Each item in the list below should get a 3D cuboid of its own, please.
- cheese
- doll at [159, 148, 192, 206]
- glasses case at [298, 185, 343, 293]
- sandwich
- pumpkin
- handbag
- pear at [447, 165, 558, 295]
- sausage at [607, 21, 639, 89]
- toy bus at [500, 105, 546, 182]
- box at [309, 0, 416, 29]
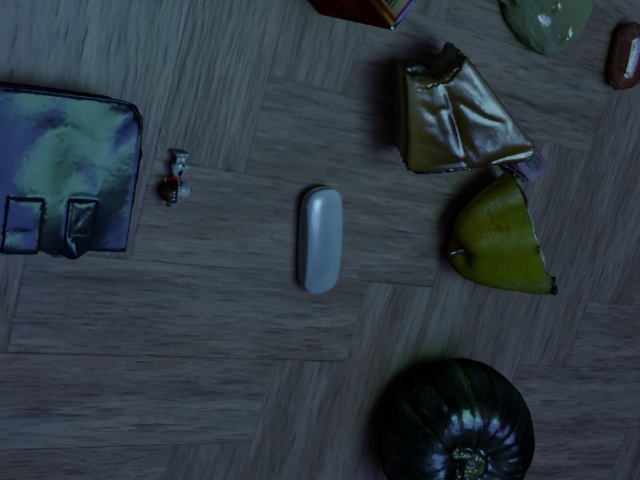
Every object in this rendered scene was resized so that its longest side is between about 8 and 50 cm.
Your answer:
[{"bbox_3d":[0.407,-0.463,1.769,0.159,0.093,0.263,-48,129,-8],"label":"cheese"},{"bbox_3d":[-0.227,-0.098,1.507,0.058,0.040,0.085,-27,127,-39],"label":"doll"},{"bbox_3d":[0.000,0.000,1.698,0.076,0.049,0.197,-12,115,-31],"label":"glasses case"},{"bbox_3d":[0.247,-0.238,1.660,0.227,0.155,0.199,-5,115,-4],"label":"sandwich"},{"bbox_3d":[0.270,0.397,1.930,0.323,0.241,0.323,-6,112,-16],"label":"pumpkin"},{"bbox_3d":[-0.419,-0.083,1.330,0.325,0.118,0.269,4,100,-35],"label":"handbag"},{"bbox_3d":[0.333,0.005,1.868,0.178,0.267,0.267,-19,124,8],"label":"pear"},{"bbox_3d":[0.634,-0.377,1.977,0.076,0.076,0.141,1,108,-35],"label":"sausage"},{"bbox_3d":[0.357,-0.190,1.847,0.063,0.090,0.203,-52,130,-7],"label":"toy bus"},{"bbox_3d":[-0.011,-0.452,1.410,0.089,0.197,0.313,-52,128,-7],"label":"box"}]
